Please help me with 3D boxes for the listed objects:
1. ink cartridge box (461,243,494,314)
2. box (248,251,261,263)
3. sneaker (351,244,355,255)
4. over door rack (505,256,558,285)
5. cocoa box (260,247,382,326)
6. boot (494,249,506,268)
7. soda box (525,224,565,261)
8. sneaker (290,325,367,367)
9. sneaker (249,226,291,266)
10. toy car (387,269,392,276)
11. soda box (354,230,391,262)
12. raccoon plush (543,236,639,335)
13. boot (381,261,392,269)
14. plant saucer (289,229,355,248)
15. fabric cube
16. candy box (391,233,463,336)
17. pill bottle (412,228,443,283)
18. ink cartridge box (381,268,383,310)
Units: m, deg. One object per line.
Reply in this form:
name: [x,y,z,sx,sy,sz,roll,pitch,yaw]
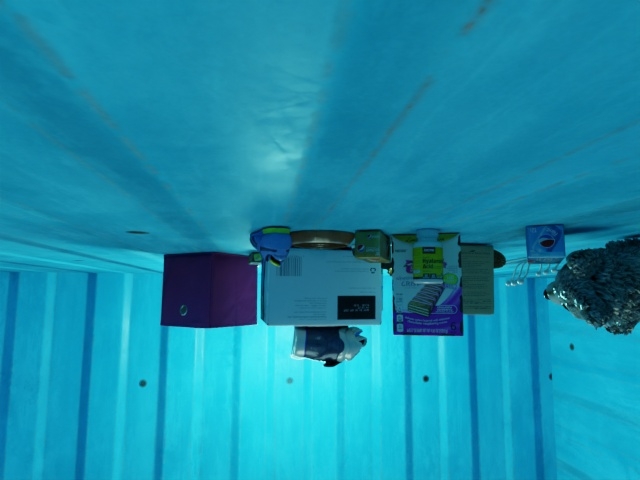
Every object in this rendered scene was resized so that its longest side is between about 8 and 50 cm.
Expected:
ink cartridge box: [0.351,0.107,1.267,0.235,0.193,0.088,2,175,-10]
box: [-0.141,0.065,1.607,0.207,0.036,0.114,2,173,-15]
sneaker: [0.121,0.027,1.274,0.031,0.035,0.083,5,172,-41]
over door rack: [0.630,0.106,1.613,0.324,0.108,0.239,-1,172,12]
cocoa box: [-0.008,0.145,1.442,0.347,0.231,0.228,2,176,-13]
boot: [0.479,0.052,1.405,0.158,0.059,0.084,8,177,7]
soda box: [0.491,0.013,1.009,0.071,0.067,0.210,-3,172,24]
sneaker: [0.028,0.332,1.500,0.236,0.130,0.323,5,172,-4]
sneaker: [-0.118,0.020,1.046,0.069,0.082,0.209,1,175,-20]
toy car: [0.332,0.136,2.115,0.041,0.060,0.122,-31,-177,-6]
soda box: [0.127,0.017,1.083,0.058,0.061,0.181,-1,173,16]
raccoon plush: [0.713,0.047,0.979,0.446,0.216,0.299,-37,153,25]
boot: [0.283,0.102,1.889,0.114,0.037,0.106,10,-179,-41]
plant saucer: [0.000,0.000,1.090,0.169,0.029,0.168,0,174,0]
fabric cube: [-0.401,0.183,1.684,0.254,0.258,0.259,-3,173,31]
candy box: [0.248,0.103,1.073,0.159,0.233,0.071,-2,173,14]
pill bottle: [0.232,0.036,0.997,0.065,0.116,0.065,0,173,0]
ink cartridge box: [0.192,0.205,2.021,0.154,0.212,0.093,-2,173,20]
